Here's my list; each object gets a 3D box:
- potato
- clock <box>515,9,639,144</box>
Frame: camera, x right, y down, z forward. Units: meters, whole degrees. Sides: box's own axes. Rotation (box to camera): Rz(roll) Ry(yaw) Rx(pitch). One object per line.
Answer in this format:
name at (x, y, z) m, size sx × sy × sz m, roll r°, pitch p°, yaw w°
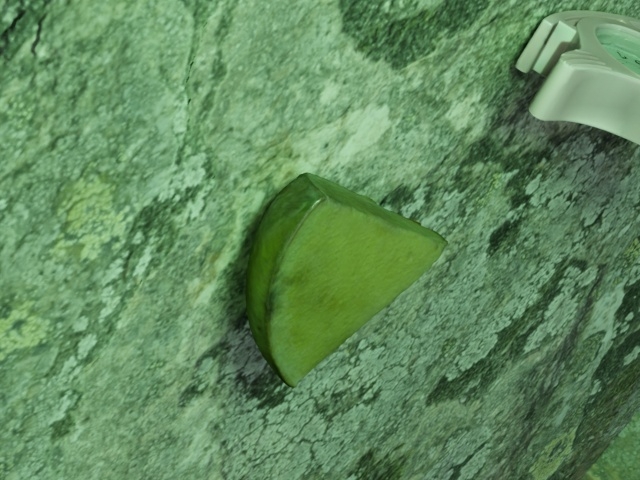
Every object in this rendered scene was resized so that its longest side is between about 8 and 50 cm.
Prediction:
potato at (0.000, 0.000, 1.473) m, size 0.269 × 0.112 × 0.255 m, roll -42°, pitch 145°, yaw -13°
clock at (0.375, -0.180, 1.569) m, size 0.290 × 0.275 × 0.080 m, roll -8°, pitch 136°, yaw -42°
